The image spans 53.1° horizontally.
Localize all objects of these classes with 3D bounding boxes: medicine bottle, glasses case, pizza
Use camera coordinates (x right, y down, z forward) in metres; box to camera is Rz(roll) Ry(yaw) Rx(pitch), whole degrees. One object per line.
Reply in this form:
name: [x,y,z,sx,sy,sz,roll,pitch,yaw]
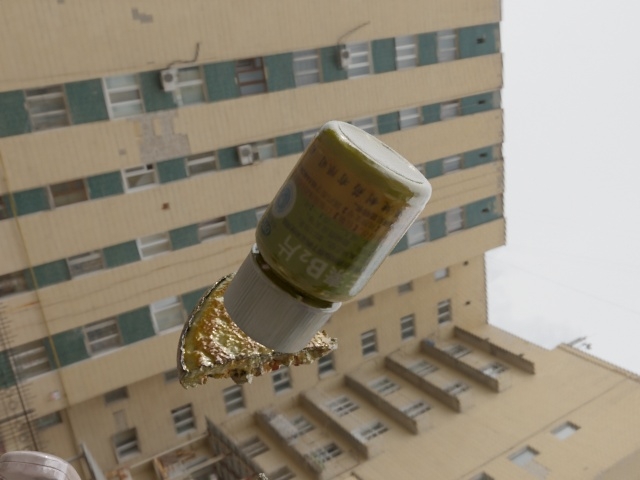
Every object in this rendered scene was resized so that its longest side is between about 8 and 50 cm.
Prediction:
medicine bottle: [0.000,0.000,1.134,0.384,0.224,0.224,-54,-128,21]
glasses case: [-0.482,0.438,1.121,0.296,0.113,0.075,102,-6,-53]
pizza: [-0.161,0.270,1.701,0.439,0.407,0.130,-73,178,-55]

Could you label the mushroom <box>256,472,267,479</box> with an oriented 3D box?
mushroom: [-0.165,0.704,1.822,0.085,0.085,0.079,133,-34,-59]
